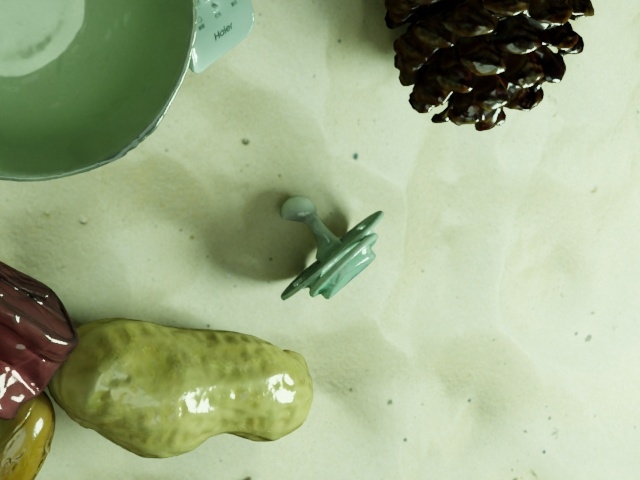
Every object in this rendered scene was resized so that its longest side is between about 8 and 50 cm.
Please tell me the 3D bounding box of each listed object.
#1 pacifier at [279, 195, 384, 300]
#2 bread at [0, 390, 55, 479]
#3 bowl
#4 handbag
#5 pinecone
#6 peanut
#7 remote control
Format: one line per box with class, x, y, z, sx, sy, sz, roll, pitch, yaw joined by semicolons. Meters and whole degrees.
pacifier;0.000;0.000;1.743;0.150;0.127;0.116;-39;98;0
bread;-0.337;0.238;1.656;0.077;0.114;0.189;30;100;-15
bowl;-0.283;-0.222;1.470;0.307;0.163;0.307;-9;114;-22
handbag;-0.359;0.072;1.561;0.225;0.146;0.135;38;96;-33
pinecone;0.175;-0.244;1.664;0.224;0.224;0.272;-6;124;-25
peanut;-0.151;0.166;1.711;0.319;0.147;0.147;9;105;-33
remote control;-0.152;-0.315;1.561;0.103;0.051;0.293;-43;125;-36
